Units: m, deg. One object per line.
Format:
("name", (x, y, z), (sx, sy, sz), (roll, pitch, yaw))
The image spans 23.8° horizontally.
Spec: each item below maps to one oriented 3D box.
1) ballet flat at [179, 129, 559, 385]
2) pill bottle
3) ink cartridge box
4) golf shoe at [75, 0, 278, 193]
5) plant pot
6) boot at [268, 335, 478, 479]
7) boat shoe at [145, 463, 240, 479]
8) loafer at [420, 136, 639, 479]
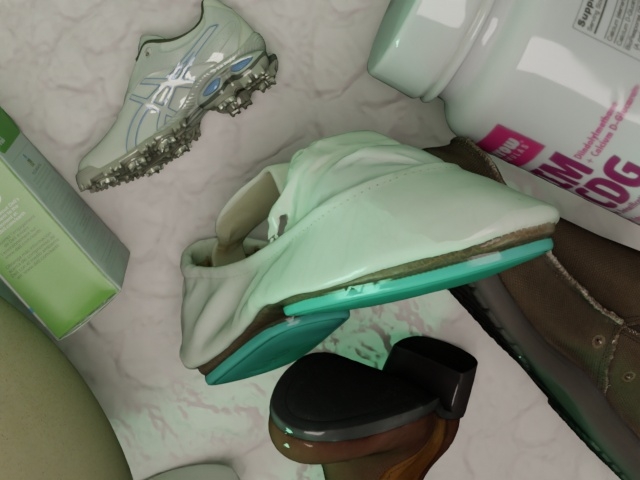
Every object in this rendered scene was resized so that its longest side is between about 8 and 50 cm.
("ballet flat", (0.000, 0.000, 1.013), (0.139, 0.400, 0.139), (9, 71, -27))
("pill bottle", (0.187, -0.117, 1.077), (0.283, 0.160, 0.160), (25, 102, -8))
("ink cartridge box", (-0.231, -0.035, 1.107), (0.062, 0.109, 0.209), (-39, 103, 6))
("golf shoe", (-0.119, -0.107, 1.127), (0.176, 0.069, 0.086), (-36, 83, 4))
("plant pot", (-0.285, 0.130, 1.052), (0.284, 0.284, 0.191), (-10, 107, 0))
("boot", (0.006, 0.218, 1.121), (0.096, 0.264, 0.280), (22, 103, 17))
("boat shoe", (-0.139, 0.239, 1.207), (0.184, 0.066, 0.063), (-27, 118, 2))
("loafer", (0.186, 0.041, 1.124), (0.130, 0.134, 0.366), (-43, 123, -1))
